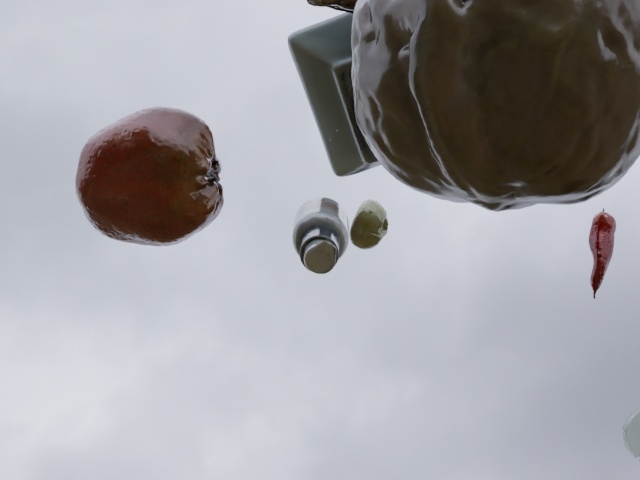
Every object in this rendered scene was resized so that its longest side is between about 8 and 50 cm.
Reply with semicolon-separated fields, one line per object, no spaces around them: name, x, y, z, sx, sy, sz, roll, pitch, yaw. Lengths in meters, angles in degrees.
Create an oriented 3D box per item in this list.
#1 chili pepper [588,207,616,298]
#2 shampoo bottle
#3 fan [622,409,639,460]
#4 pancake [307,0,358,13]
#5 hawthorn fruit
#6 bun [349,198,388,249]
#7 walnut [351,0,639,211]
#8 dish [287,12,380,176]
chili pepper;0.481;0.017;1.958;0.045;0.178;0.027;25;-26;-16
shampoo bottle;0.000;0.000;1.446;0.074;0.192;0.074;0;-73;1
fan;0.472;0.192;1.330;0.190;0.329;0.009;8;-64;33
pancake;0.140;-0.290;1.311;0.257;0.056;0.212;-9;-15;31
hawthorn fruit;-0.209;-0.074;1.409;0.189;0.189;0.189;4;-42;4
bun;0.084;-0.025;1.874;0.055;0.086;0.086;18;-40;13
walnut;0.143;-0.134;0.890;0.248;0.248;0.248;4;-42;4
dish;0.076;-0.201;1.600;0.182;0.080;0.243;-20;-58;1
